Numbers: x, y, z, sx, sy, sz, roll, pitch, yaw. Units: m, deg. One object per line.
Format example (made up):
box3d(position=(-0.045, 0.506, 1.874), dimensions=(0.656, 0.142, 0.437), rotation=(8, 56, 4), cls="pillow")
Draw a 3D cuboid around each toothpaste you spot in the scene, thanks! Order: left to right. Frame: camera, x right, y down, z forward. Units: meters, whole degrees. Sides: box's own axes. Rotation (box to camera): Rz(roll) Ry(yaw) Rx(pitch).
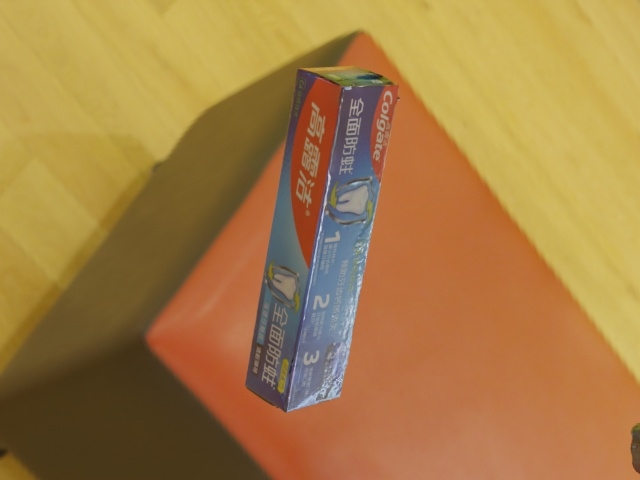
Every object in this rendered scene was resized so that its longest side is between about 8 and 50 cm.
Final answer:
box3d(position=(-0.001, 0.000, 1.265), dimensions=(0.076, 0.066, 0.320), rotation=(-9, 116, -44), cls="toothpaste")

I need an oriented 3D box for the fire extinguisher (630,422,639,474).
box3d(position=(0.501, 0.248, 1.624), dimensions=(0.089, 0.268, 0.072), rotation=(-45, 116, -47), cls="fire extinguisher")
